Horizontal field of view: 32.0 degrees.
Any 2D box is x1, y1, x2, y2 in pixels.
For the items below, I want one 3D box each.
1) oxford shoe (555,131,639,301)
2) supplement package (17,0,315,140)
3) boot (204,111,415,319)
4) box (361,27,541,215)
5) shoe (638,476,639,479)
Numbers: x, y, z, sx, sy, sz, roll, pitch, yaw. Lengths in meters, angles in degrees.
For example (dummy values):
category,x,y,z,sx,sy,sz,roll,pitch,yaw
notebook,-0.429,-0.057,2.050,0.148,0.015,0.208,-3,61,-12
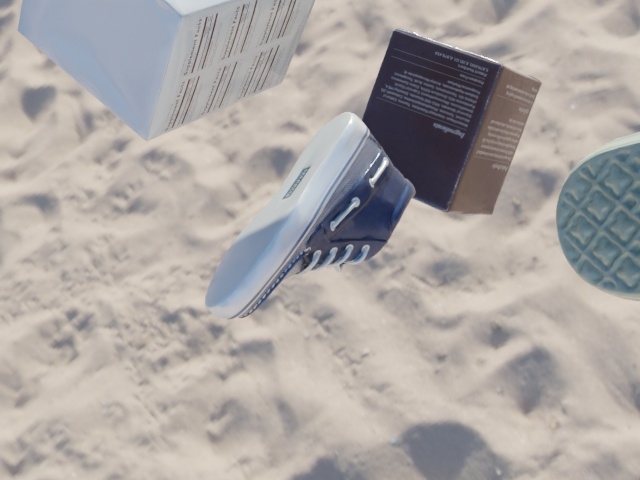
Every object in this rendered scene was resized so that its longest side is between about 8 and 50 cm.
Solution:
category,x,y,z,sx,sy,sz,roll,pitch,yaw
oxford shoe,0.374,-0.031,0.717,0.449,0.130,0.169,-4,92,41
supplement package,-0.147,-0.235,1.091,0.194,0.149,0.203,41,43,18
boot,0.000,0.000,0.806,0.069,0.086,0.190,-8,41,57
box,0.167,-0.156,1.503,0.167,0.168,0.203,25,100,26
shoe,0.357,0.258,0.987,0.076,0.219,0.058,-50,29,-7
